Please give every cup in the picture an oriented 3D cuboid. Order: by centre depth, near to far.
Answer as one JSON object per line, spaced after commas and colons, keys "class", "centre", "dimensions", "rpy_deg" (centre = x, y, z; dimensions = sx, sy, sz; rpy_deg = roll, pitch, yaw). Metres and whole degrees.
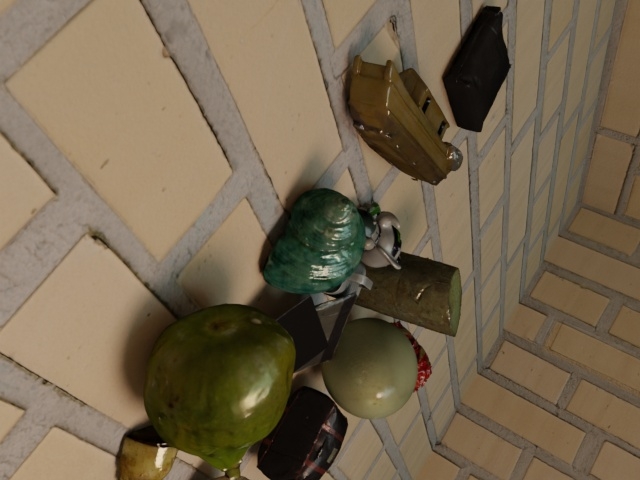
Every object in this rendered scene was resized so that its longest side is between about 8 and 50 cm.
{"class": "cup", "centre": [0.040, 0.067, 1.255], "dimensions": [0.129, 0.128, 0.095], "rpy_deg": [35, 72, -65]}

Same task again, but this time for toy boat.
{"class": "toy boat", "centre": [0.177, -0.232, 1.240], "dimensions": [0.445, 0.136, 0.162], "rpy_deg": [24, 87, -62]}

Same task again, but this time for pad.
{"class": "pad", "centre": [-0.119, 0.235, 1.163], "dimensions": [0.300, 0.005, 0.202], "rpy_deg": [-35, 145, -14]}
{"class": "pad", "centre": [-0.023, 0.195, 1.263], "dimensions": [0.174, 0.022, 0.233], "rpy_deg": [-17, 145, -26]}

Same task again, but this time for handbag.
{"class": "handbag", "centre": [-0.033, 0.449, 1.422], "dimensions": [0.215, 0.155, 0.169], "rpy_deg": [-59, 159, -16]}
{"class": "handbag", "centre": [0.387, -0.397, 1.512], "dimensions": [0.223, 0.080, 0.247], "rpy_deg": [-60, 153, -8]}

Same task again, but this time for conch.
{"class": "conch", "centre": [0.002, -0.001, 1.125], "dimensions": [0.196, 0.134, 0.202], "rpy_deg": [-35, 142, -45]}

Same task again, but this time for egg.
{"class": "egg", "centre": [0.112, 0.292, 1.430], "dimensions": [0.295, 0.219, 0.218], "rpy_deg": [-99, -151, -79]}

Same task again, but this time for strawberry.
{"class": "strawberry", "centre": [0.162, 0.344, 1.666], "dimensions": [0.244, 0.205, 0.205], "rpy_deg": [-40, 149, -3]}

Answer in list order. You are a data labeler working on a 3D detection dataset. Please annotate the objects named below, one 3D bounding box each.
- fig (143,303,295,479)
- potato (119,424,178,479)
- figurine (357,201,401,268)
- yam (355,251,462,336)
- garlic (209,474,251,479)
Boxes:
{"class": "fig", "centre": [-0.159, 0.249, 0.956], "dimensions": [0.233, 0.233, 0.314], "rpy_deg": [0, 108, -60]}
{"class": "potato", "centre": [-0.269, 0.358, 1.024], "dimensions": [0.096, 0.066, 0.103], "rpy_deg": [-1, 106, -56]}
{"class": "figurine", "centre": [0.110, -0.004, 1.325], "dimensions": [0.126, 0.147, 0.192], "rpy_deg": [-44, 132, 2]}
{"class": "yam", "centre": [0.194, 0.107, 1.431], "dimensions": [0.161, 0.268, 0.161], "rpy_deg": [-34, 130, -51]}
{"class": "garlic", "centre": [-0.197, 0.550, 1.222], "dimensions": [0.145, 0.164, 0.244], "rpy_deg": [12, 97, -44]}
